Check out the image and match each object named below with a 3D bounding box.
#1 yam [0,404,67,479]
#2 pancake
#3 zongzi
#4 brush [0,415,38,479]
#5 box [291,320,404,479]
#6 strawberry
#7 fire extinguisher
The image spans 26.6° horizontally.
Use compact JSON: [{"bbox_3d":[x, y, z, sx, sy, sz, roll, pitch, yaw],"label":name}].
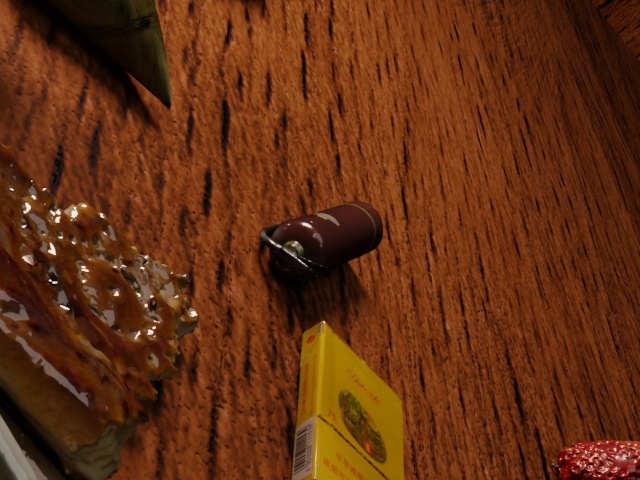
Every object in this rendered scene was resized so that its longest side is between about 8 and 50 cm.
[{"bbox_3d":[-0.128,0.097,0.567,0.145,0.032,0.032,50,22,-9],"label":"yam"},{"bbox_3d":[-0.133,-0.003,0.664,0.244,0.057,0.266,13,45,-60],"label":"pancake"},{"bbox_3d":[-0.143,-0.140,0.868,0.104,0.052,0.113,0,70,-55],"label":"zongzi"},{"bbox_3d":[-0.096,0.175,0.488,0.060,0.068,0.296,-27,84,-52],"label":"brush"},{"bbox_3d":[0.019,0.125,0.843,0.087,0.023,0.155,43,24,-21],"label":"box"},{"bbox_3d":[0.234,0.192,1.115,0.073,0.083,0.073,48,14,-16],"label":"strawberry"},{"bbox_3d":[0.000,0.000,0.956,0.064,0.043,0.158,29,16,15],"label":"fire extinguisher"}]
